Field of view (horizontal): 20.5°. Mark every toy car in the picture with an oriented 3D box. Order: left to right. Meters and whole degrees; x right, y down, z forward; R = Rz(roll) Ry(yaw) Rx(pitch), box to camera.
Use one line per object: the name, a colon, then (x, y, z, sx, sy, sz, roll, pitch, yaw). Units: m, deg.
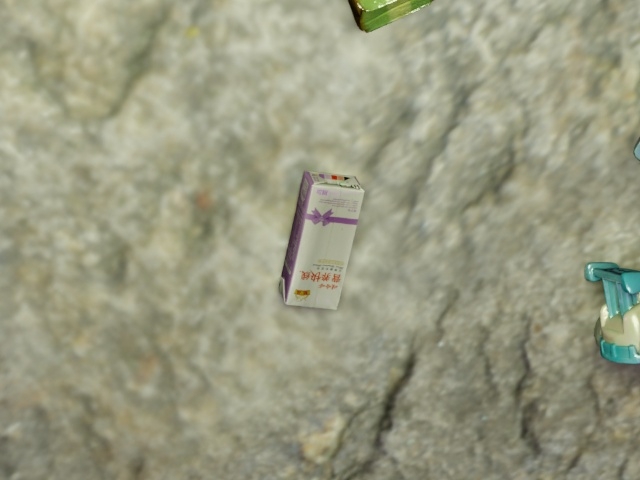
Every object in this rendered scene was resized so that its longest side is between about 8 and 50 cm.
toy car: (0.322, 0.055, 1.565, 0.162, 0.126, 0.098, -14, 100, -10)

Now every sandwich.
sandwich: (0.041, -0.239, 1.429, 0.074, 0.074, 0.116, -24, 85, 2)

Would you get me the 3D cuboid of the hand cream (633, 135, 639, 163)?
hand cream: (0.367, -0.057, 1.450, 0.224, 0.048, 0.083, 24, 112, -17)

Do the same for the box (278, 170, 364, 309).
box: (0.000, 0.000, 1.517, 0.051, 0.036, 0.117, 8, 114, -14)
